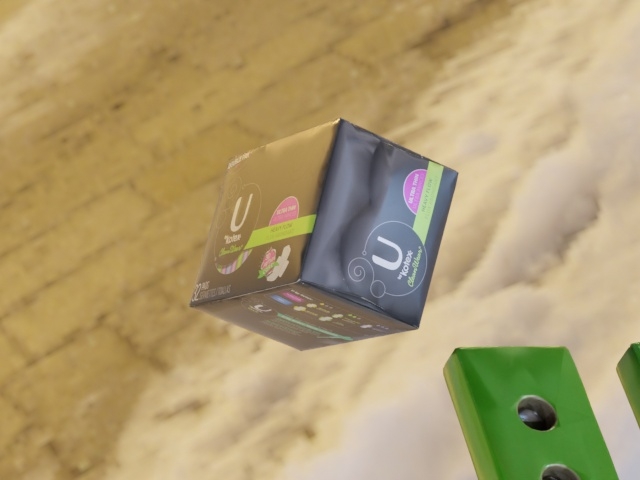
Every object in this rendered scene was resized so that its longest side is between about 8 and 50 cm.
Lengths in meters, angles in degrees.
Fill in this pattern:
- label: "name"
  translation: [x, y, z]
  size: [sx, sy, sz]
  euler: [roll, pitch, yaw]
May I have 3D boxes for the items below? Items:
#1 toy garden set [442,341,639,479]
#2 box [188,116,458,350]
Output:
- label: "toy garden set"
  translation: [0.172, 0.128, 0.631]
  size: [0.244, 0.049, 0.203]
  euler: [1, 50, -22]
- label: "box"
  translation: [0.000, 0.000, 0.685]
  size: [0.083, 0.052, 0.062]
  euler: [-17, 55, 59]
